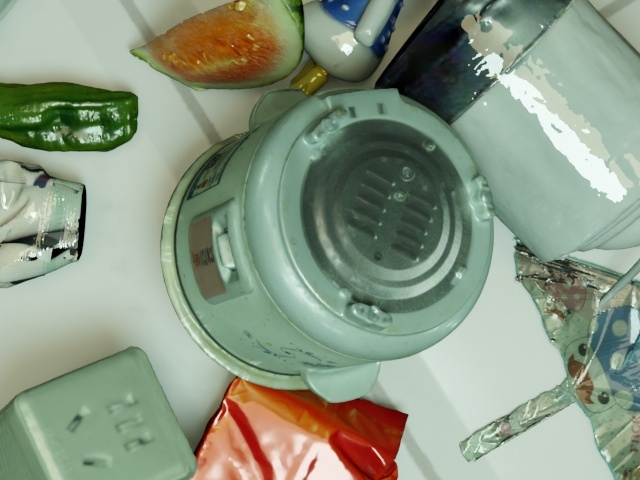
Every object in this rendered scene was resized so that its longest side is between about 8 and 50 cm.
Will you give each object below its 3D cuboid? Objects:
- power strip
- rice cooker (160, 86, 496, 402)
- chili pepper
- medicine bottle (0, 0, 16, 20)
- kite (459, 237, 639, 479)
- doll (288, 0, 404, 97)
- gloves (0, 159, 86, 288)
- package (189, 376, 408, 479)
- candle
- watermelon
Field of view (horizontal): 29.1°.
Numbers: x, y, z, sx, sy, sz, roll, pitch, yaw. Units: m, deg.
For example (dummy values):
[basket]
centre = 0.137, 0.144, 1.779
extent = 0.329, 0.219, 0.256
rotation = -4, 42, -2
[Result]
[power strip]
centre = -0.240, 0.214, 1.200
extent = 0.140, 0.224, 0.139
rotation = -23, 81, -35
[rice cooker]
centre = 0.000, 0.000, 1.158
extent = 0.264, 0.316, 0.317
rotation = -14, 89, -28
[chili pepper]
centre = -0.289, -0.128, 1.260
extent = 0.204, 0.073, 0.072
rotation = 5, 102, -1
[medicine bottle]
centre = -0.423, -0.319, 1.245
extent = 0.260, 0.095, 0.095
rotation = 35, 88, 1
[kite]
centre = 0.285, 0.145, 1.301
extent = 0.314, 0.011, 0.335
rotation = -25, 89, -2
[doll]
centre = 0.064, -0.257, 1.227
extent = 0.119, 0.138, 0.293
rotation = 31, 106, -15
[gloves]
centre = -0.347, -0.018, 1.237
extent = 0.212, 0.111, 0.127
rotation = 4, 113, -5
[package]
centre = -0.078, 0.327, 1.228
extent = 0.196, 0.123, 0.423
rotation = 27, 86, 1
[candle]
centre = 0.231, -0.114, 1.203
extent = 0.342, 0.221, 0.221
rotation = 43, 88, -3
[watermelon]
centre = -0.089, -0.196, 1.212
extent = 0.119, 0.245, 0.063
rotation = 10, 79, -39
